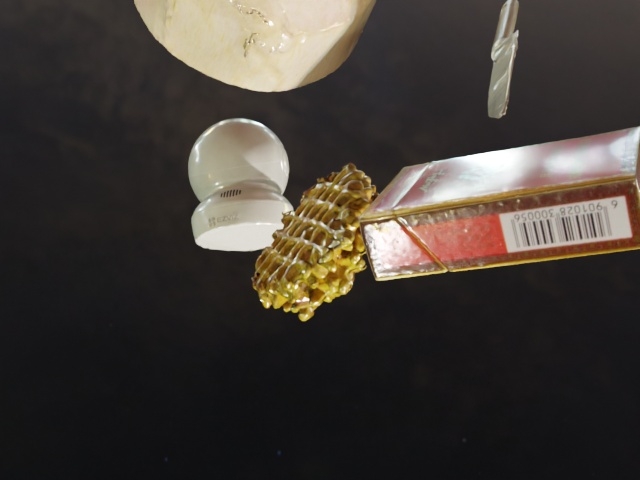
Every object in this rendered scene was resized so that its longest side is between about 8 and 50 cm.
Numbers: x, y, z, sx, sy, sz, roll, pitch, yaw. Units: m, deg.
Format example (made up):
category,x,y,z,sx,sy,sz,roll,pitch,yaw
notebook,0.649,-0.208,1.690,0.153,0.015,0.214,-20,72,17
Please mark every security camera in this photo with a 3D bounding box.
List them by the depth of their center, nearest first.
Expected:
category,x,y,z,sx,sy,sz,roll,pitch,yaw
security camera,-0.151,-0.112,1.538,0.195,0.194,0.236,-5,-105,-13

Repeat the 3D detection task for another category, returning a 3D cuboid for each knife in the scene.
category,x,y,z,sx,sy,sz,roll,pitch,yaw
knife,0.189,-0.194,0.850,0.017,0.047,0.298,35,-142,-9

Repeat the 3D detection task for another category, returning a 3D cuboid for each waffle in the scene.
category,x,y,z,sx,sy,sz,roll,pitch,yaw
waffle,0.000,0.000,1.008,0.070,0.193,0.197,37,-153,-22

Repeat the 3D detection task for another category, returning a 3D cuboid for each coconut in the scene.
category,x,y,z,sx,sy,sz,roll,pitch,yaw
coconut,-0.060,-0.259,0.770,0.259,0.259,0.259,4,-138,-3

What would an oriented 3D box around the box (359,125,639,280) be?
category,x,y,z,sx,sy,sz,roll,pitch,yaw
box,0.172,-0.034,0.762,0.240,0.074,0.153,-8,-157,26
